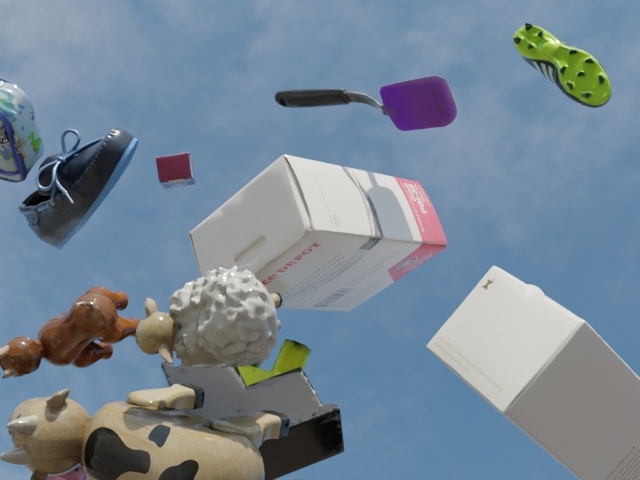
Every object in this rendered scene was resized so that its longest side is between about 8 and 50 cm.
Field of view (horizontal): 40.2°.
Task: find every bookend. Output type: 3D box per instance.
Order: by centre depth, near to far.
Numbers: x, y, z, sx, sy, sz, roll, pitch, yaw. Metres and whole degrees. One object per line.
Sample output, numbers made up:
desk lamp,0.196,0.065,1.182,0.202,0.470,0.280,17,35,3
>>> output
bookend,-0.078,0.184,0.969,0.156,0.157,0.072,-18,-50,-15

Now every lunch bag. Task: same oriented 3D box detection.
lunch bag,-0.560,-0.187,1.401,0.219,0.090,0.176,17,-37,9

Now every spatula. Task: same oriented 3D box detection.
spatula,0.050,-0.190,1.200,0.296,0.030,0.084,11,-35,40

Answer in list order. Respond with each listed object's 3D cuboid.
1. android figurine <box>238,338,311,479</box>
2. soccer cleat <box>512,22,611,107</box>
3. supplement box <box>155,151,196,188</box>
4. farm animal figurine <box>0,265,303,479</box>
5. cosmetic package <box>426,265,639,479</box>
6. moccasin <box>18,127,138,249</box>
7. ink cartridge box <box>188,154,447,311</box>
android figurine,-0.115,0.259,1.211,0.248,0.273,0.056,8,-26,43
soccer cleat,0.337,-0.237,1.205,0.060,0.179,0.072,-47,-35,10
supplement box,-0.233,-0.112,1.417,0.055,0.083,0.043,-8,-94,-4
farm animal figurine,-0.178,0.200,0.752,0.327,0.172,0.330,-8,-95,28
cosmetic package,0.339,0.216,1.178,0.365,0.197,0.155,40,-90,-29
moccasin,-0.413,-0.085,1.424,0.117,0.138,0.342,39,-45,-14
ink cartridge box,0.000,0.000,1.179,0.207,0.117,0.283,-36,-27,34
